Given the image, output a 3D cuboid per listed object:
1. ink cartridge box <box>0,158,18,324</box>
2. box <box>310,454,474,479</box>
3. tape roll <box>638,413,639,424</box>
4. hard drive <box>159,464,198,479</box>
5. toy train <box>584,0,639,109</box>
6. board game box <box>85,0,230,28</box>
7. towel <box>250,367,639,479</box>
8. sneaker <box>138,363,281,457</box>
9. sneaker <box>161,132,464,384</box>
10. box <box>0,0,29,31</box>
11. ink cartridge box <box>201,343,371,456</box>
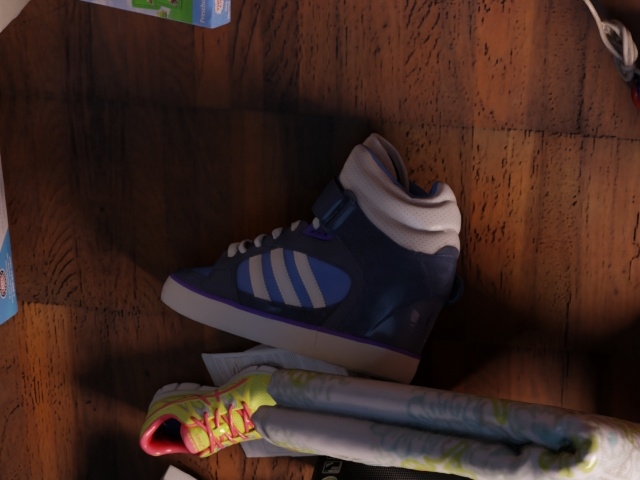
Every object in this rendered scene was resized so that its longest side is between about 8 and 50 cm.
[{"bbox_3d":[-0.453,0.019,1.981,0.197,0.270,0.198,-2,104,12],"label":"ink cartridge box"},{"bbox_3d":[0.078,0.284,2.077,0.191,0.184,0.045,-1,116,13],"label":"box"},{"bbox_3d":[0.465,0.218,2.016,0.275,0.090,0.274,5,119,9],"label":"tape roll"},{"bbox_3d":[-0.066,0.418,2.238,0.353,0.047,0.233,29,129,-5],"label":"hard drive"},{"bbox_3d":[0.364,-0.151,1.844,0.143,0.105,0.248,-25,110,11],"label":"toy train"},{"bbox_3d":[-0.182,-0.301,1.870,0.211,0.039,0.160,15,115,25],"label":"board game box"},{"bbox_3d":[0.164,0.198,1.901,0.374,0.320,0.090,6,85,33],"label":"towel"},{"bbox_3d":[-0.107,0.197,2.105,0.208,0.094,0.081,-15,112,31],"label":"sneaker"},{"bbox_3d":[0.000,0.000,2.002,0.323,0.130,0.236,15,86,36],"label":"sneaker"},{"bbox_3d":[-0.361,-0.341,1.886,0.094,0.113,0.275,-2,115,13],"label":"box"},{"bbox_3d":[-0.025,0.167,2.132,0.179,0.045,0.145,-5,118,35],"label":"ink cartridge box"}]
